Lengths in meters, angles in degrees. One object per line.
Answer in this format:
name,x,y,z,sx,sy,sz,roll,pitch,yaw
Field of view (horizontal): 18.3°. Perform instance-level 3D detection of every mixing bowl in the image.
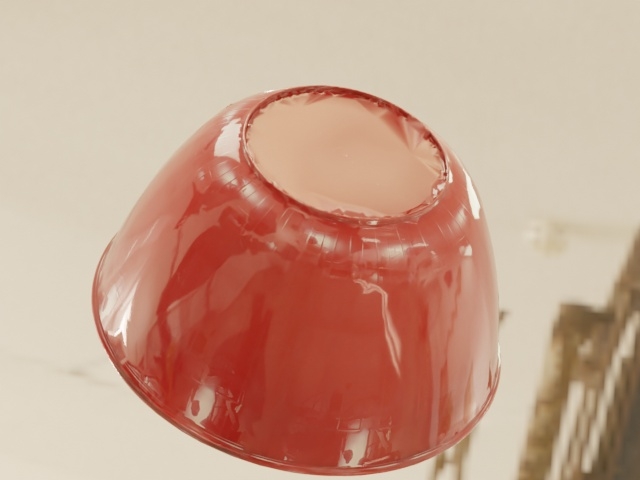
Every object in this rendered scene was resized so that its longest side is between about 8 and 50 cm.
mixing bowl,0.000,0.000,0.829,0.181,0.181,0.098,9,-50,-7
